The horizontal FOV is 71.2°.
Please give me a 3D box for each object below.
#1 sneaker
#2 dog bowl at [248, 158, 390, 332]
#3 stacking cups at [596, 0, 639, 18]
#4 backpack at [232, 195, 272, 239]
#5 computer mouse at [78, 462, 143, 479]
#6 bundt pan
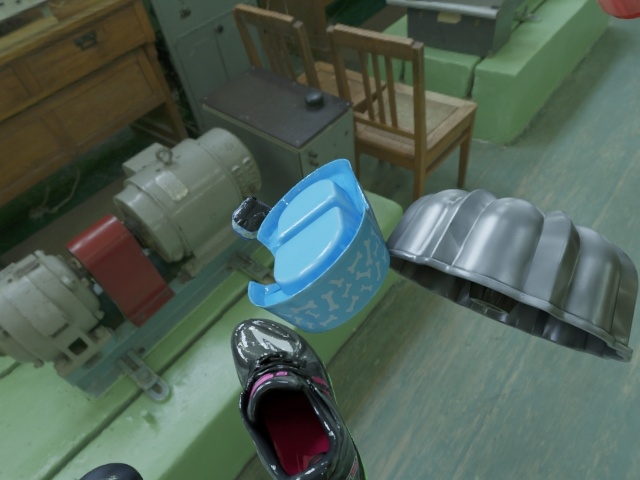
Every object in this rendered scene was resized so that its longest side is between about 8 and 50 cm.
[{"bbox_3d":[-0.062,0.285,0.846,0.185,0.202,0.483,-30,37,-12],"label":"sneaker"},{"bbox_3d":[0.000,0.000,0.566,0.165,0.074,0.297,-36,23,14],"label":"dog bowl"},{"bbox_3d":[0.097,-0.239,0.209,0.096,0.316,0.096,-34,34,27],"label":"stacking cups"},{"bbox_3d":[-0.206,-0.057,1.338,0.105,0.084,0.114,35,53,6],"label":"backpack"},{"bbox_3d":[-0.362,0.460,0.645,0.188,0.072,0.272,32,56,0],"label":"computer mouse"},{"bbox_3d":[0.249,0.033,0.597,0.330,0.331,0.124,23,85,27],"label":"bundt pan"}]
